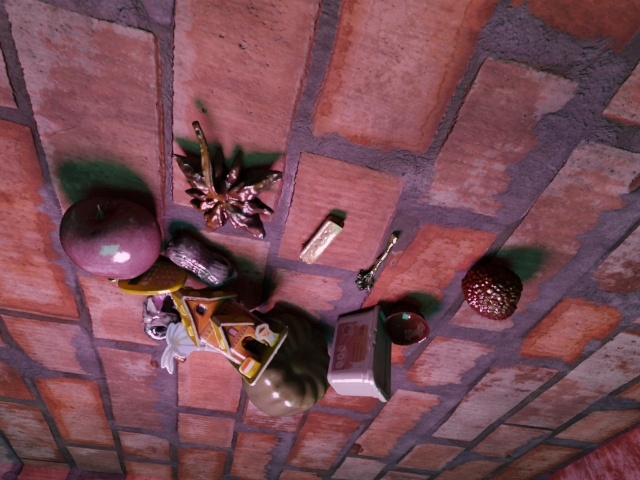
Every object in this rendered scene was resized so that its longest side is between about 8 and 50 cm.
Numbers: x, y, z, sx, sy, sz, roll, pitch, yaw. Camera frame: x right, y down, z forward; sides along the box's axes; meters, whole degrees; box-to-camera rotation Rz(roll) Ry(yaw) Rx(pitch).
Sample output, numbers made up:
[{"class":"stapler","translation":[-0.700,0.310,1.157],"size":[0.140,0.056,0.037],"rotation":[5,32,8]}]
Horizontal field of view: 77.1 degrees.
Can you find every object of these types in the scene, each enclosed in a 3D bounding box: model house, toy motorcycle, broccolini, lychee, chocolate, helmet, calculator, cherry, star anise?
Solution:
[{"class":"model house","translation":[-0.354,0.308,1.264],"size":[0.324,0.340,0.300],"rotation":[42,164,-25]},{"class":"toy motorcycle","translation":[-0.511,0.219,1.391],"size":[0.188,0.143,0.326],"rotation":[9,115,-7]},{"class":"broccolini","translation":[0.182,0.069,1.308],"size":[0.057,0.071,0.254],"rotation":[40,126,22]},{"class":"lychee","translation":[0.541,0.162,1.282],"size":[0.188,0.188,0.188],"rotation":[1,132,1]},{"class":"chocolate","translation":[-0.374,0.068,1.266],"size":[0.110,0.110,0.248],"rotation":[-34,120,28]},{"class":"helmet","translation":[0.297,0.284,1.439],"size":[0.175,0.106,0.155],"rotation":[33,120,-22]},{"class":"calculator","translation":[-0.530,0.113,1.238],"size":[0.235,0.146,0.032],"rotation":[3,126,3]},{"class":"cherry","translation":[-0.585,-0.001,1.142],"size":[0.261,0.221,0.307],"rotation":[9,151,3]},{"class":"star anise","translation":[-0.259,-0.133,1.082],"size":[0.293,0.109,0.349],"rotation":[12,131,-16]}]

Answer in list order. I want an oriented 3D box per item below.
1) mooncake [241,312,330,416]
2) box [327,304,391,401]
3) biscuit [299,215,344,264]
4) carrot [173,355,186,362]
[{"class":"mooncake","translation":[-0.108,0.445,1.436],"size":[0.187,0.351,0.351],"rotation":[-33,123,30]},{"class":"box","translation":[0.142,0.401,1.426],"size":[0.183,0.311,0.175],"rotation":[-12,130,23]},{"class":"biscuit","translation":[0.000,0.000,1.230],"size":[0.056,0.052,0.188],"rotation":[36,125,-7]},{"class":"carrot","translation":[-0.614,0.492,1.709],"size":[0.093,0.032,0.032],"rotation":[30,126,-17]}]
